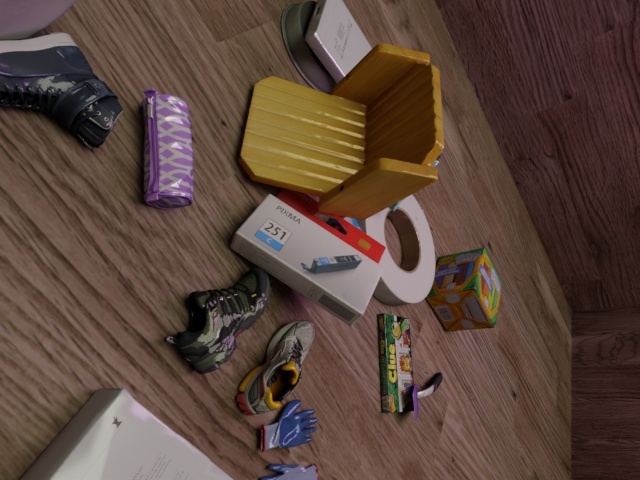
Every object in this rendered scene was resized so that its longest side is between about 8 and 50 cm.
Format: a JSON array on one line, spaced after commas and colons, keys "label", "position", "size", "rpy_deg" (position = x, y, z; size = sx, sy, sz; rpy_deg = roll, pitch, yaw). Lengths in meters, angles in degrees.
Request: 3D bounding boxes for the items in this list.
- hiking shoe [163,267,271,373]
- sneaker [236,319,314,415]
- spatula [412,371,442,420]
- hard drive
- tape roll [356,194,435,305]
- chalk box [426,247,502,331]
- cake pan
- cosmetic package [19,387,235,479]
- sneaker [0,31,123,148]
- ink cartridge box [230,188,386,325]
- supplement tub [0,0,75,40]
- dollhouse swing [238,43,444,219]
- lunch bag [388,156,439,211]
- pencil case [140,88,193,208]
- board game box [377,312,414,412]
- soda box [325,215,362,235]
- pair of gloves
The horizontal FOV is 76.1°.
[{"label": "hiking shoe", "position": [-0.173, 0.117, 0.733], "size": [0.114, 0.086, 0.226], "rpy_deg": [54, 44, -26]}, {"label": "sneaker", "position": [-0.064, 0.248, 0.808], "size": [0.088, 0.093, 0.225], "rpy_deg": [56, 42, -20]}, {"label": "spatula", "position": [0.317, 0.442, 1.206], "size": [0.296, 0.030, 0.084], "rpy_deg": [-1, 86, -56]}, {"label": "hard drive", "position": [0.096, -0.532, 1.210], "size": [0.353, 0.047, 0.233], "rpy_deg": [40, 52, -41]}, {"label": "tape roll", "position": [0.227, 0.004, 1.248], "size": [0.392, 0.072, 0.391], "rpy_deg": [21, 61, -44]}, {"label": "chalk box", "position": [0.519, 0.153, 1.447], "size": [0.180, 0.179, 0.289], "rpy_deg": [56, 43, -20]}, {"label": "cake pan", "position": [0.009, -0.572, 1.211], "size": [0.293, 0.054, 0.293], "rpy_deg": [21, 62, -44]}, {"label": "cosmetic package", "position": [-0.283, 0.423, 0.491], "size": [0.284, 0.097, 0.377], "rpy_deg": [55, 43, -23]}, {"label": "sneaker", "position": [-0.397, -0.195, 0.583], "size": [0.163, 0.086, 0.226], "rpy_deg": [55, 42, -16]}, {"label": "ink cartridge box", "position": [0.000, 0.000, 0.889], "size": [0.296, 0.066, 0.261], "rpy_deg": [33, 47, -1]}, {"label": "supplement tub", "position": [-0.468, -0.415, 0.461], "size": [0.324, 0.235, 0.235], "rpy_deg": [52, 44, -23]}, {"label": "dollhouse swing", "position": [0.037, -0.272, 0.885], "size": [0.305, 0.315, 0.346], "rpy_deg": [21, 60, -28]}, {"label": "lunch bag", "position": [0.202, -0.240, 1.155], "size": [0.223, 0.160, 0.262], "rpy_deg": [36, 51, 13]}, {"label": "pencil case", "position": [-0.269, -0.158, 0.716], "size": [0.088, 0.086, 0.206], "rpy_deg": [53, 28, -77]}, {"label": "board game box", "position": [0.214, 0.342, 1.148], "size": [0.136, 0.030, 0.259], "rpy_deg": [18, 64, -43]}, {"label": "soda box", "position": [0.021, 0.009, 1.007], "size": [0.067, 0.071, 0.210], "rpy_deg": [59, 42, -16]}, {"label": "pair of gloves", "position": [-0.060, 0.423, 0.807], "size": [0.159, 0.023, 0.198], "rpy_deg": [12, 69, -48]}]
